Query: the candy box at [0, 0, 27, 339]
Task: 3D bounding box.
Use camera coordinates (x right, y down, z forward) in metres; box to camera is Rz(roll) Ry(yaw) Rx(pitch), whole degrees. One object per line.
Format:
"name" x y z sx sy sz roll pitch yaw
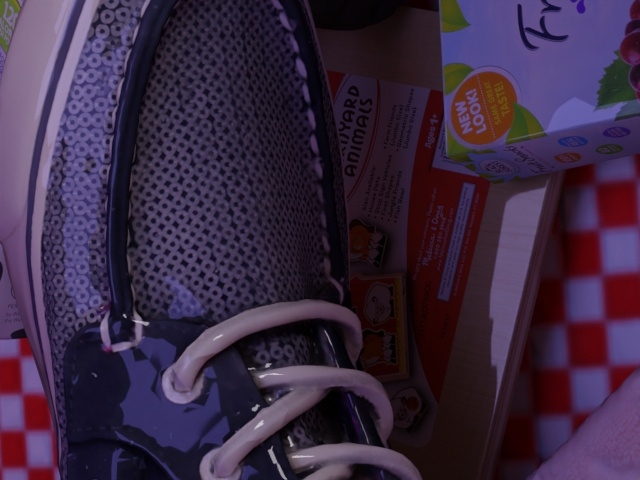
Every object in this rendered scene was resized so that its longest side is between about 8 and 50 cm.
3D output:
"candy box" -0.108 -0.091 0.736 0.165 0.070 0.196 51 134 44

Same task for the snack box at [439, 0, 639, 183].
"snack box" 0.088 -0.098 0.641 0.100 0.037 0.141 -12 70 31

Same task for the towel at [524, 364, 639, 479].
"towel" 0.136 0.200 0.549 0.317 0.053 0.332 -53 54 43

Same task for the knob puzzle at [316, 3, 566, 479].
"knob puzzle" 0.000 0.000 0.728 0.213 0.030 0.213 -5 81 36

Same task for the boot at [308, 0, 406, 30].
"boot" -0.026 -0.193 0.732 0.161 0.083 0.247 1 83 44

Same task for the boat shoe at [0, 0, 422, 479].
"boat shoe" -0.009 0.066 0.609 0.158 0.127 0.341 16 113 52
